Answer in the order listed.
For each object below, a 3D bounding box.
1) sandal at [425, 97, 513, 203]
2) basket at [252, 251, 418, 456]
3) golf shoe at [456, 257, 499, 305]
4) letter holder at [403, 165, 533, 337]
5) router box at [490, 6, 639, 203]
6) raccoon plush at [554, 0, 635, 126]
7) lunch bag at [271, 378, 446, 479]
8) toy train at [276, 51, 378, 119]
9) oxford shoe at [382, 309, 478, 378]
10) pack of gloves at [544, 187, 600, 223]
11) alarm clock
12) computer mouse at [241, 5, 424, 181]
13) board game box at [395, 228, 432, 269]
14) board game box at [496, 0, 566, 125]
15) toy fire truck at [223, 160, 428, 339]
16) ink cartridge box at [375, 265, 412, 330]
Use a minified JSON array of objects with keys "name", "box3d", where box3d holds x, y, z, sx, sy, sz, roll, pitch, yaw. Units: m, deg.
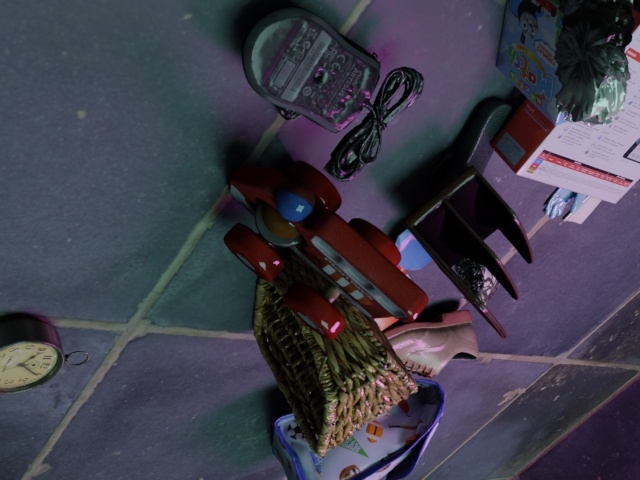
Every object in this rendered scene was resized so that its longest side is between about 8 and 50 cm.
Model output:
[{"name":"sandal","box3d":[0.250,-0.137,1.221,0.097,0.054,0.255,2,124,-48]},{"name":"basket","box3d":[-0.015,0.176,1.176,0.223,0.299,0.213,-34,144,4]},{"name":"golf shoe","box3d":[0.358,0.072,1.536,0.094,0.077,0.198,-41,150,-12]},{"name":"letter holder","box3d":[0.304,0.039,1.236,0.152,0.214,0.302,-40,153,6]},{"name":"router box","box3d":[0.507,-0.222,1.193,0.335,0.082,0.301,9,128,-39]},{"name":"raccoon plush","box3d":[0.385,-0.381,0.820,0.299,0.216,0.447,-12,114,-23]},{"name":"lunch bag","box3d":[0.099,0.470,1.635,0.385,0.239,0.328,-23,161,-16]},{"name":"toy train","box3d":[0.012,-0.214,0.964,0.158,0.027,0.036,-31,148,0]},{"name":"oxford shoe","box3d":[0.218,0.254,1.566,0.348,0.130,0.123,-13,163,-23]},{"name":"pack of gloves","box3d":[0.605,-0.117,1.502,0.195,0.046,0.232,7,130,-40]},{"name":"alarm clock","box3d":[-0.448,0.177,1.064,0.192,0.064,0.129,15,124,-43]},{"name":"computer mouse","box3d":[-0.003,-0.208,0.906,0.272,0.072,0.188,28,105,-42]},{"name":"board game box","box3d":[0.206,-0.018,1.339,0.168,0.033,0.133,-41,139,4]},{"name":"board game box","box3d":[0.321,-0.293,0.983,0.039,0.160,0.212,-22,143,-11]},{"name":"toy fire truck","box3d":[0.000,0.000,0.959,0.169,0.302,0.254,-47,-178,-14]},{"name":"ink cartridge box","box3d":[0.132,0.120,1.440,0.145,0.045,0.179,-33,147,1]}]
